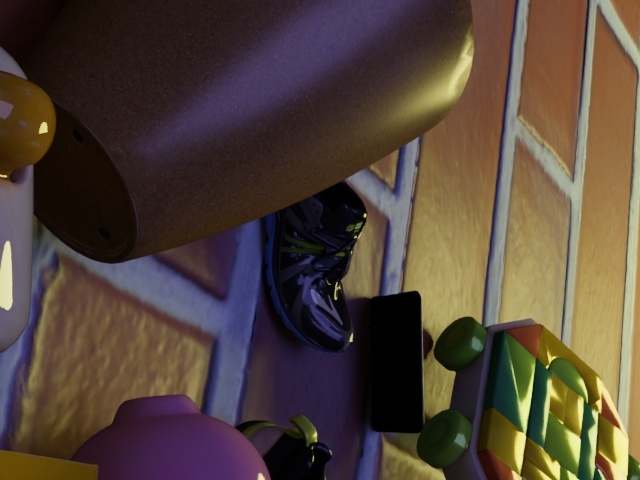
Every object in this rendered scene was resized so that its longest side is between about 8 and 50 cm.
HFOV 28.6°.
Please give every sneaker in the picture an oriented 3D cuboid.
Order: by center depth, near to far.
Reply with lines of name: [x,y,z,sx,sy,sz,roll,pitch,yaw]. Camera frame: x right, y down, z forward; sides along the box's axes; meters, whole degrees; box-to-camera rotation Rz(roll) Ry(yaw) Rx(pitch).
sneaker: [-0.022,0.241,0.896,0.084,0.097,0.235,-19,105,-52]
sneaker: [0.000,0.000,0.995,0.067,0.078,0.188,-16,100,-58]

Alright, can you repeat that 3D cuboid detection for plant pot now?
plant pot: [-0.071,-0.102,0.790,0.254,0.237,0.237,-42,122,-35]

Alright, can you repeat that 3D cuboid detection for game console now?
game console: [0.084,0.110,1.123,0.107,0.071,0.122,11,77,-57]

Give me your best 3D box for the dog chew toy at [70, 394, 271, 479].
dog chew toy: [-0.081,0.257,0.729,0.206,0.206,0.332,11,68,-57]

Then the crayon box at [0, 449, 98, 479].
crayon box: [-0.259,0.229,0.513,0.363,0.106,0.313,26,64,-55]

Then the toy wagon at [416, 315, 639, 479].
toy wagon: [0.206,0.238,1.191,0.267,0.068,0.344,40,40,-21]

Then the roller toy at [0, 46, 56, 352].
roller toy: [-0.219,-0.025,0.531,0.191,0.209,0.146,2,81,-21]
